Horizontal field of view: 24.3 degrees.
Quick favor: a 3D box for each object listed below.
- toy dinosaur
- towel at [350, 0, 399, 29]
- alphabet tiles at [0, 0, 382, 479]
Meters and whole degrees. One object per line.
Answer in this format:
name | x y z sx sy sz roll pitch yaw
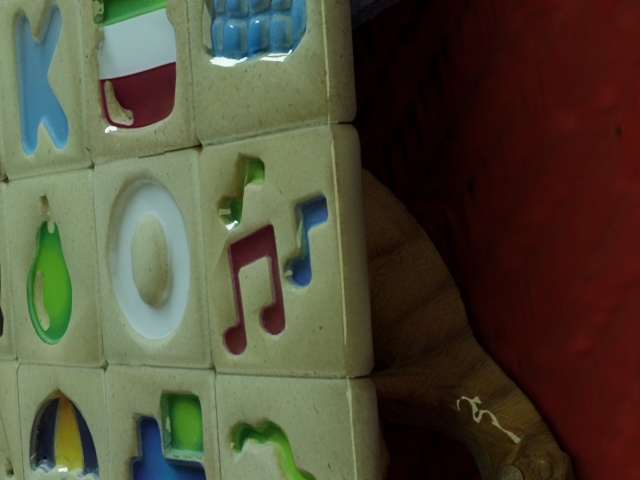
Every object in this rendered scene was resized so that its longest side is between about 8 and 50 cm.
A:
toy dinosaur | 0.000 0.000 0.418 0.112 0.064 0.211 -32 89 23
towel | 0.006 -0.166 0.432 0.285 0.034 0.209 -29 71 30
alphabet tiles | -0.079 -0.021 0.445 0.285 0.011 0.342 -5 89 54
